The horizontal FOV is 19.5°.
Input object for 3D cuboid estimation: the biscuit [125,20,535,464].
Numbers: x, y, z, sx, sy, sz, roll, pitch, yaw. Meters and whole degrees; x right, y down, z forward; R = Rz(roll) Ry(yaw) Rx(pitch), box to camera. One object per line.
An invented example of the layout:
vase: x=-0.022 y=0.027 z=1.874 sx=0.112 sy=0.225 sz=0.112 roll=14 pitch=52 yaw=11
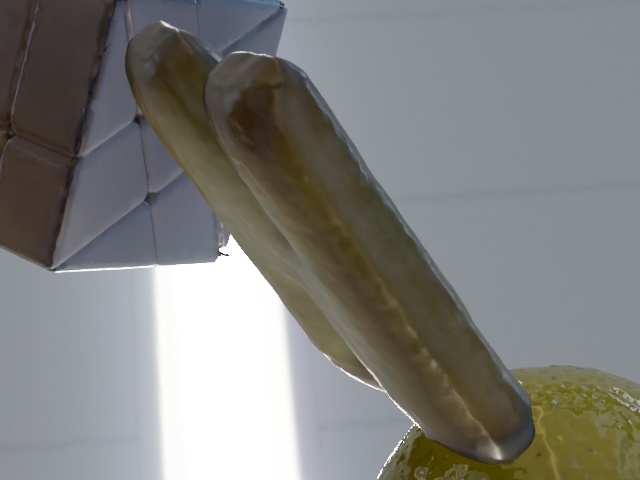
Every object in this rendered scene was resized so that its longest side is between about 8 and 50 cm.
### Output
biscuit: x=0.000 y=0.000 z=1.103 sx=0.062 sy=0.290 sz=0.237 roll=-40 pitch=-154 yaw=-11

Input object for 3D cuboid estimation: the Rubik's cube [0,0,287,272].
Rubik's cube: x=-0.192 y=-0.116 z=1.453 sx=0.225 sy=0.221 sz=0.231 roll=23 pitch=-167 yaw=30

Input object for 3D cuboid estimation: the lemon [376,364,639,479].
lemon: x=0.156 y=0.218 z=1.229 sx=0.293 sy=0.293 sz=0.293 roll=0 pitch=-127 yaw=-1
